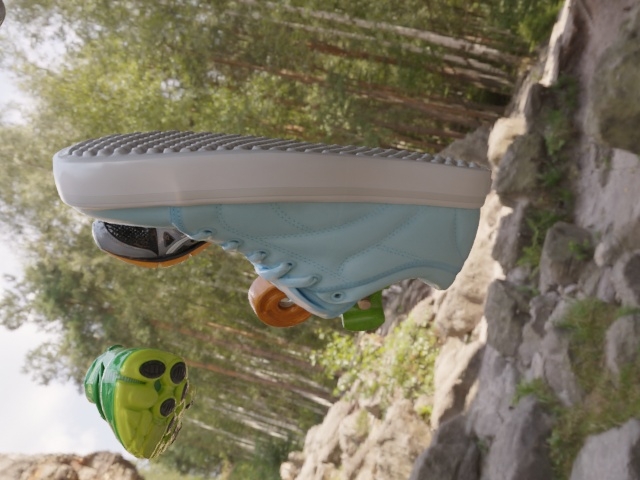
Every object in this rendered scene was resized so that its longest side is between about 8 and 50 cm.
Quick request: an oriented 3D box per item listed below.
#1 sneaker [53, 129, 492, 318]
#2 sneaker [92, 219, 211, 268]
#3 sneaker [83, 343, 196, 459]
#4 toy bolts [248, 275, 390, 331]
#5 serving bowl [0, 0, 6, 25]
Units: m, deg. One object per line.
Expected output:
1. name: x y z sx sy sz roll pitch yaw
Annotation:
1. sneaker: -0.017 -0.003 0.510 0.135 0.366 0.150 -150 65 -63
2. sneaker: -0.112 -0.036 0.616 0.083 0.215 0.084 100 154 -61
3. sneaker: -0.215 0.178 0.719 0.295 0.124 0.109 113 179 -68
4. toy bolts: 0.000 0.000 0.916 0.158 0.218 0.228 -109 21 -49
5. serving bowl: -0.436 -0.311 0.808 0.027 0.083 0.083 -34 7 22
